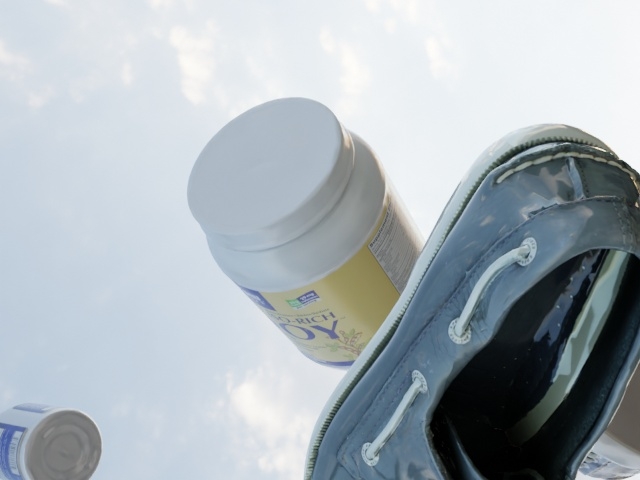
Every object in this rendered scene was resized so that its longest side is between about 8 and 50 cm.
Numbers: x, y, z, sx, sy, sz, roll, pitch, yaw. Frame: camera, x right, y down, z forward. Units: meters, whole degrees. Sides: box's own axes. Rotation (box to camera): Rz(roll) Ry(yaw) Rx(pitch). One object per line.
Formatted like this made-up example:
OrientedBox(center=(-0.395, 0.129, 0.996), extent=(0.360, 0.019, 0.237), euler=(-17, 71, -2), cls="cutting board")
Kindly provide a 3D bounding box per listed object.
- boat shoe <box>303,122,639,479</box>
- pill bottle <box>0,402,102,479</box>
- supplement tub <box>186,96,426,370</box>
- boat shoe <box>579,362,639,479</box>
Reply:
OrientedBox(center=(0.066, 0.103, 0.378), extent=(0.116, 0.320, 0.099), euler=(16, -155, -10), cls="boat shoe")
OrientedBox(center=(-0.392, 0.281, 1.056), extent=(0.112, 0.186, 0.112), euler=(6, -99, -43), cls="pill bottle")
OrientedBox(center=(0.000, 0.000, 1.005), extent=(0.331, 0.241, 0.241), euler=(53, -136, -46), cls="supplement tub")
OrientedBox(center=(0.292, 0.193, 0.790), extent=(0.340, 0.158, 0.127), euler=(20, -130, -36), cls="boat shoe")
